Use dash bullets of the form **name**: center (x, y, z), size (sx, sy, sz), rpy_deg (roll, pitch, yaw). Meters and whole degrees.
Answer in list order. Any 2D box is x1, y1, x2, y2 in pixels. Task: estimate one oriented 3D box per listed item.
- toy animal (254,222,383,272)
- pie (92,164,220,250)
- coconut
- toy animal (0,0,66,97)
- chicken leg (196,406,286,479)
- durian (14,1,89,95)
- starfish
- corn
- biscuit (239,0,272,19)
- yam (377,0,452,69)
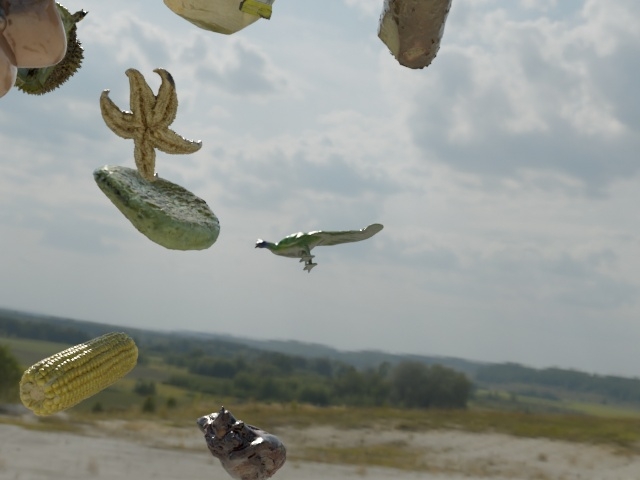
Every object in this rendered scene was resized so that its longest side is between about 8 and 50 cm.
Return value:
- **toy animal**: center (-0.001, 0.012, 1.503), size (0.216, 0.075, 0.041), rpy_deg (-7, -47, 5)
- **pie**: center (-0.370, -0.079, 2.097), size (0.323, 0.071, 0.323), rpy_deg (28, 16, -9)
- **coconut**: center (-0.183, -0.483, 1.618), size (0.236, 0.237, 0.197), rpy_deg (9, -34, -3)
- **toy animal**: center (-0.577, -0.357, 1.593), size (0.210, 0.229, 0.221), rpy_deg (40, 27, 24)
- **chicken leg**: center (-0.143, 0.354, 1.571), size (0.158, 0.096, 0.407), rpy_deg (33, -12, -7)
- **durian**: center (-0.625, -0.435, 2.042), size (0.193, 0.237, 0.138), rpy_deg (52, -23, -9)
- **starfish**: center (-0.327, -0.220, 1.780), size (0.216, 0.238, 0.071), rpy_deg (3, 29, -20)
- **corn**: center (-0.409, 0.224, 1.558), size (0.093, 0.093, 0.244), rpy_deg (4, 14, 25)
- **biscuit**: center (-0.049, -0.450, 1.243), size (0.048, 0.292, 0.026), rpy_deg (14, 16, -16)
- **yam**: center (0.176, -0.425, 1.640), size (0.129, 0.128, 0.238), rpy_deg (21, -20, 3)
